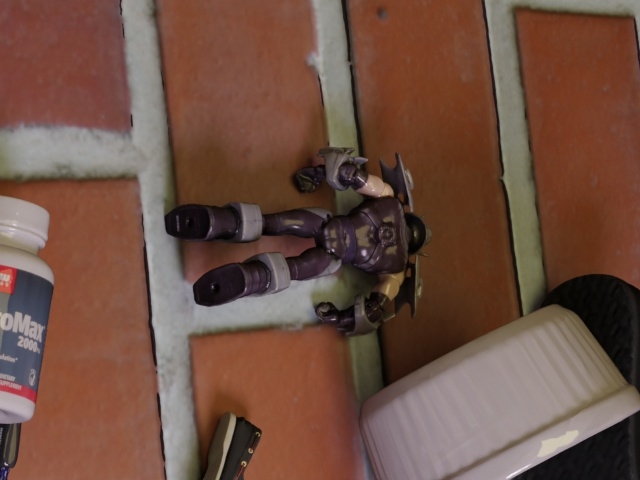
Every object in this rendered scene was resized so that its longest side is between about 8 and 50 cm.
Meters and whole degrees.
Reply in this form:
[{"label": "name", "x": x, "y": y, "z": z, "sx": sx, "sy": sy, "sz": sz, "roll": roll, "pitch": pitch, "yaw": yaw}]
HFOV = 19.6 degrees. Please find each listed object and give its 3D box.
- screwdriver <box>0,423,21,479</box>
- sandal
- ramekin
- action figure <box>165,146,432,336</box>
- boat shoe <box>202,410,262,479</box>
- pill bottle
[{"label": "screwdriver", "x": -0.281, "y": 0.228, "z": 1.596, "sx": 0.025, "sy": 0.024, "sz": 0.170, "roll": 11, "pitch": 79, "yaw": -1}, {"label": "sandal", "x": 0.286, "y": 0.257, "z": 1.889, "sx": 0.107, "sy": 0.167, "sz": 0.446, "roll": 28, "pitch": 65, "yaw": -46}, {"label": "ramekin", "x": 0.159, "y": 0.163, "z": 1.762, "sx": 0.273, "sy": 0.273, "sz": 0.127, "roll": -22, "pitch": 80, "yaw": -35}, {"label": "action figure", "x": 0.000, "y": 0.000, "z": 1.785, "sx": 0.285, "sy": 0.099, "sz": 0.185, "roll": -4, "pitch": 76, "yaw": -38}, {"label": "boat shoe", "x": -0.089, "y": 0.224, "z": 1.704, "sx": 0.042, "sy": 0.049, "sz": 0.133, "roll": 28, "pitch": 62, "yaw": -18}, {"label": "pill bottle", "x": -0.283, "y": 0.057, "z": 1.572, "sx": 0.108, "sy": 0.108, "sz": 0.180, "roll": 16, "pitch": 72, "yaw": -31}]
